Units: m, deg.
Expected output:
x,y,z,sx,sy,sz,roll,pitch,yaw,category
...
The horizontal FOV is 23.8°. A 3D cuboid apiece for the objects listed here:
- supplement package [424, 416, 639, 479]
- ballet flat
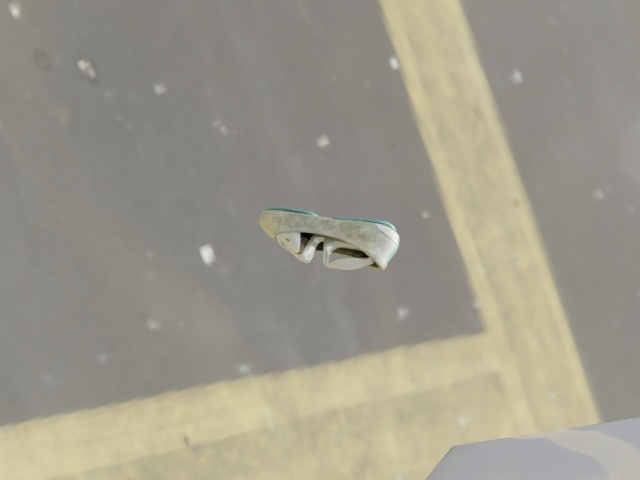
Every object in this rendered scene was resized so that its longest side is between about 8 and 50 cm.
x,y,z,sx,sy,sz,roll,pitch,yaw,category
0.077,0.181,0.371,0.293,0.175,0.177,-40,109,-53,supplement package
0.000,0.000,1.551,0.057,0.168,0.052,47,57,-50,ballet flat
